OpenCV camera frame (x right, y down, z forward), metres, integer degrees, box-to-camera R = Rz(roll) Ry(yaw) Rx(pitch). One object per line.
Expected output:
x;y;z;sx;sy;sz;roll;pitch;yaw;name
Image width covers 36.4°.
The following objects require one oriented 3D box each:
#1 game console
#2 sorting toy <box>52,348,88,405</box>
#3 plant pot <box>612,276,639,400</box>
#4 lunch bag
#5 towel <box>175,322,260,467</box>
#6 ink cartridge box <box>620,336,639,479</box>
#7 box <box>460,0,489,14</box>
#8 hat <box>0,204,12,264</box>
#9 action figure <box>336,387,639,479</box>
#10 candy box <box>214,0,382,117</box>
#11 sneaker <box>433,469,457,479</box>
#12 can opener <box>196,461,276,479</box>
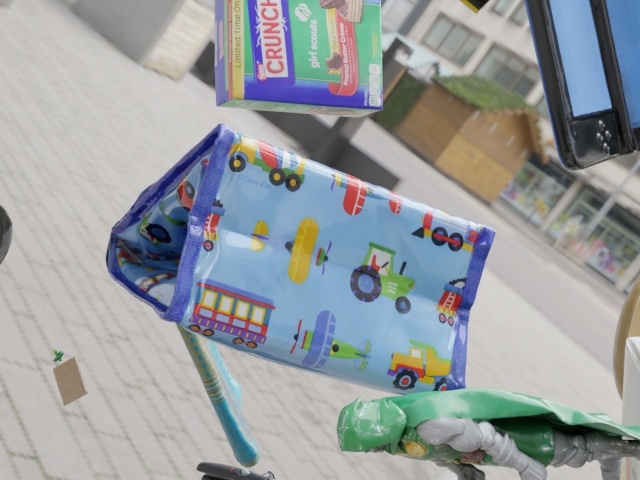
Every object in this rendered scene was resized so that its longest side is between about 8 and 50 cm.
0.389;-0.253;1.194;0.250;0.173;0.293;-18;96;-52;game console
-0.358;0.187;1.384;0.012;0.062;0.083;-4;69;-52;sorting toy
0.483;0.145;1.431;0.032;0.236;0.236;10;-9;39;plant pot
-0.043;0.035;0.774;0.221;0.138;0.293;19;-14;-22;lunch bag
-0.191;0.157;1.570;0.271;0.040;0.370;-125;-167;-69;towel
0.479;0.303;1.058;0.279;0.384;0.160;-1;16;5;ink cartridge box
0.238;-0.519;1.368;0.257;0.322;0.079;32;32;-24;box
-0.613;0.028;1.398;0.331;0.134;0.331;13;35;-10;hat
0.114;0.128;0.623;0.232;0.063;0.137;11;-18;-23;action figure
-0.043;-0.388;1.916;0.317;0.268;0.122;0;-4;-22;candy box
0.132;0.330;1.172;0.229;0.087;0.092;-34;107;-57;sneaker
-0.139;0.401;1.618;0.186;0.059;0.073;11;25;41;can opener
